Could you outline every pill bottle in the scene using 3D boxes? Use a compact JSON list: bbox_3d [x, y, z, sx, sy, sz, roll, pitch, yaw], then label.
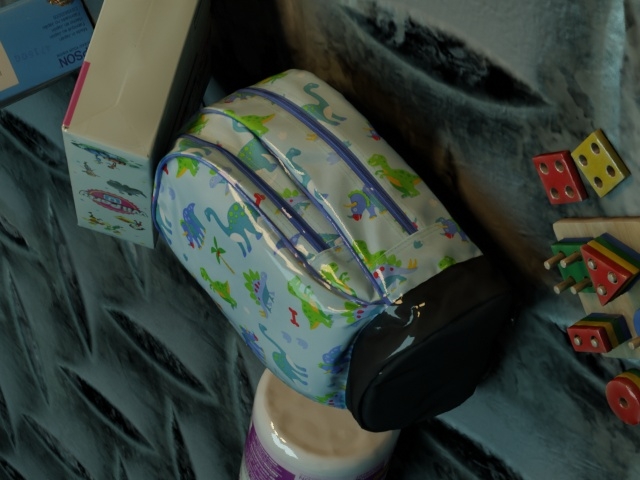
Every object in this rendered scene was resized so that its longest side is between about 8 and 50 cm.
[{"bbox_3d":[-0.007,0.259,2.073,0.169,0.169,0.301,49,152,24],"label":"pill bottle"}]

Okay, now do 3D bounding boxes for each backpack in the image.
[{"bbox_3d":[0.000,0.000,1.759,0.290,0.273,0.356,105,143,-64],"label":"backpack"}]

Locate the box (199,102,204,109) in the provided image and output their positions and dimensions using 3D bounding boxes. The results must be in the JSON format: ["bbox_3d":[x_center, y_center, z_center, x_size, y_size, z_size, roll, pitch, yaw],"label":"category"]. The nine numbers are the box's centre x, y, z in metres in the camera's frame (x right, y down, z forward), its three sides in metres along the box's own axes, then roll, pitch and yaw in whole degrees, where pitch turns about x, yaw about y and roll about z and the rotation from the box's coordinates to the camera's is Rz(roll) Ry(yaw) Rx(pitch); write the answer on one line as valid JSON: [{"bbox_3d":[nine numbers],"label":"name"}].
[{"bbox_3d":[-0.152,-0.090,2.115,0.067,0.063,0.324,2,117,59],"label":"box"}]

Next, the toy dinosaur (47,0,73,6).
[{"bbox_3d":[-0.342,-0.430,2.088,0.218,0.164,0.322,28,122,27],"label":"toy dinosaur"}]

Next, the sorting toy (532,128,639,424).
[{"bbox_3d":[0.248,0.041,1.534,0.132,0.046,0.275,0,115,61],"label":"sorting toy"}]

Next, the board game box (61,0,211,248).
[{"bbox_3d":[-0.186,-0.146,1.867,0.097,0.224,0.303,16,162,2],"label":"board game box"}]

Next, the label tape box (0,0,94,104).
[{"bbox_3d":[-0.461,-0.211,2.345,0.115,0.249,0.347,64,154,-4],"label":"label tape box"}]
